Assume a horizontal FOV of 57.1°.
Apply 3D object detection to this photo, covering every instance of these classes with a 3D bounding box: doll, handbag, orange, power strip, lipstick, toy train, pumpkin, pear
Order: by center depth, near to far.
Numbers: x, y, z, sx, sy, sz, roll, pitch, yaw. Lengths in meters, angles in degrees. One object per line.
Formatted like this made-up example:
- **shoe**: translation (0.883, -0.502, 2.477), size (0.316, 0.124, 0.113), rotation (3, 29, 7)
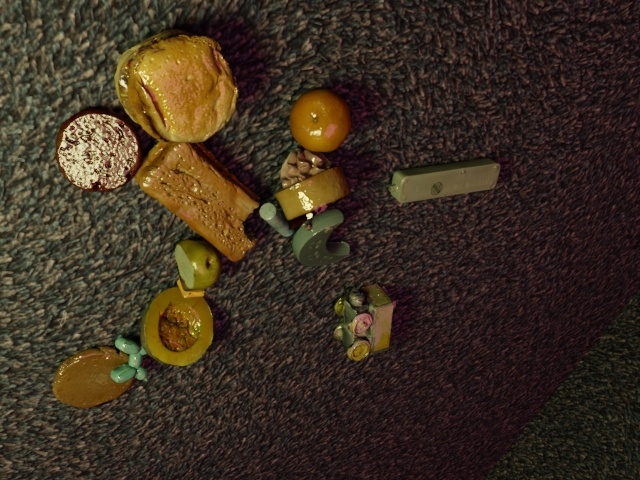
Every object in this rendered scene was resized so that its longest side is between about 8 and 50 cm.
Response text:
- **orange**: translation (0.001, -0.297, 1.466), size (0.159, 0.159, 0.136), rotation (-55, 172, 14)
- **pear**: translation (-0.314, 0.058, 1.547), size (0.104, 0.141, 0.141), rotation (-20, 130, -34)
- **lipstick**: translation (-0.115, -0.054, 1.583), size (0.048, 0.048, 0.158), rotation (-40, 157, 2)
- **handbag**: translation (-0.352, 0.124, 1.598), size (0.061, 0.083, 0.027), rotation (-1, 122, -30)
- **pumpkin**: translation (-0.412, 0.243, 1.619), size (0.110, 0.217, 0.217), rotation (-17, 143, 39)
- **doll**: translation (-0.499, 0.316, 1.642), size (0.158, 0.059, 0.159), rotation (15, 86, -48)
- **power strip**: translation (0.000, 0.000, 1.664), size (0.167, 0.054, 0.253), rotation (-27, 153, -3)
- **power strip**: translation (0.373, -0.184, 1.784), size (0.385, 0.062, 0.091), rotation (-10, 125, -22)
- **toy train**: translation (0.145, 0.273, 1.923), size (0.177, 0.134, 0.261), rotation (-12, 126, -20)

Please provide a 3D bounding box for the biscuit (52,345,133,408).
- **biscuit**: translation (-0.634, 0.382, 1.650), size (0.225, 0.042, 0.226), rotation (-14, 127, -19)

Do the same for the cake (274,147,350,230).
- **cake**: translation (-0.040, -0.149, 1.529), size (0.207, 0.185, 0.178), rotation (-34, 94, -1)

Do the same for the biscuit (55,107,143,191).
- **biscuit**: translation (-0.495, -0.200, 1.312), size (0.192, 0.049, 0.192), rotation (-5, 108, -14)

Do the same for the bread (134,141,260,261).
- **bread**: translation (-0.277, -0.107, 1.471), size (0.185, 0.109, 0.380), rotation (-46, 132, -2)

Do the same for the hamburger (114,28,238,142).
- **hamburger**: translation (-0.311, -0.333, 1.268), size (0.244, 0.163, 0.244), rotation (-13, 119, -24)
